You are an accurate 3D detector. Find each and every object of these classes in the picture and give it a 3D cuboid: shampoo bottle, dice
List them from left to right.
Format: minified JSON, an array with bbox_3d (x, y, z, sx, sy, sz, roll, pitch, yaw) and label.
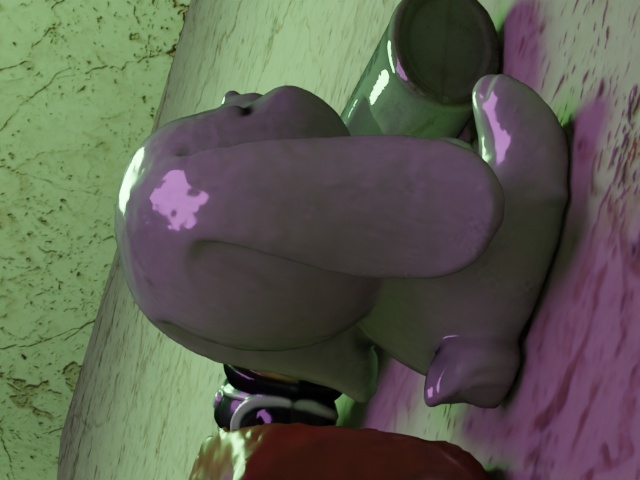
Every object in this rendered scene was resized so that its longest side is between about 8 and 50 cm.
[{"bbox_3d":[0.001,0.209,1.121,0.175,0.179,0.174,133,149,-71],"label":"dice"},{"bbox_3d":[0.058,-0.085,1.394,0.234,0.087,0.118,120,160,-54],"label":"shampoo bottle"}]

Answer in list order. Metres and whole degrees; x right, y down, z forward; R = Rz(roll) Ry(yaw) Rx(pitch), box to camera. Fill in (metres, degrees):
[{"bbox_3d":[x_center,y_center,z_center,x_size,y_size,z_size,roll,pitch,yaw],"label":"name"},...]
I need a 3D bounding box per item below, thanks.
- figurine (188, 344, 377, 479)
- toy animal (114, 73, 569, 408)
[{"bbox_3d":[-0.031,0.111,1.487,0.176,0.133,0.236,-118,40,-69],"label":"figurine"},{"bbox_3d":[0.000,0.000,1.151,0.272,0.265,0.206,125,154,-55],"label":"toy animal"}]
